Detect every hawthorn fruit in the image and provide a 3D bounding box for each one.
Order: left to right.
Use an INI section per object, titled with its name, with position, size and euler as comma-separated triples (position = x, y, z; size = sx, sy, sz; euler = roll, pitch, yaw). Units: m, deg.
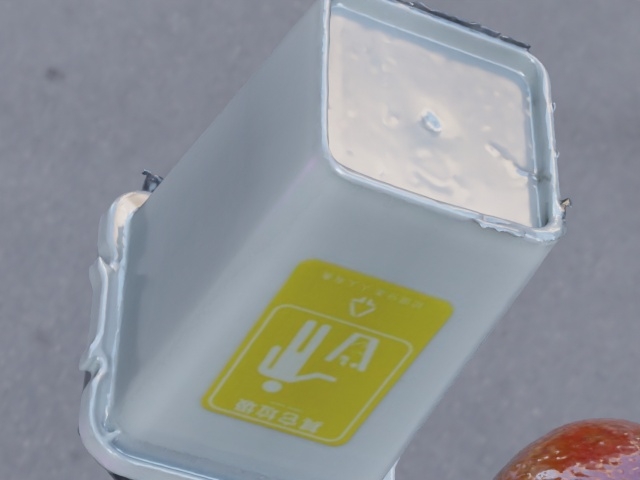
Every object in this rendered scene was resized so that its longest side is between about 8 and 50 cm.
[hawthorn fruit]
position = 0.267, 0.257, 1.590
size = 0.242, 0.271, 0.242
euler = 20, 63, -46

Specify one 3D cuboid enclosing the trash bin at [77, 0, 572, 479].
[trash bin]
position = 0.000, 0.000, 1.398
size = 0.255, 0.368, 0.296
euler = 19, 47, -18
